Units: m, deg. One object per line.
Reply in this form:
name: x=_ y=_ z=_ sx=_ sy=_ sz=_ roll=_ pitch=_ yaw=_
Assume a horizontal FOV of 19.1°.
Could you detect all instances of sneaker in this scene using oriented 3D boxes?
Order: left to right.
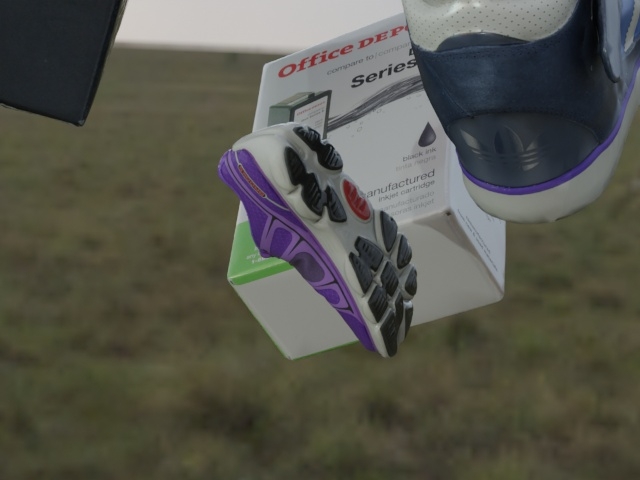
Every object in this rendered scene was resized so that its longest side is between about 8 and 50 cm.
sneaker: x=0.000 y=0.000 z=1.141 sx=0.071 sy=0.170 sz=0.068 roll=-14 pitch=31 yaw=37
sneaker: x=0.128 y=-0.192 z=1.097 sx=0.130 sy=0.236 sz=0.323 roll=0 pitch=42 yaw=21

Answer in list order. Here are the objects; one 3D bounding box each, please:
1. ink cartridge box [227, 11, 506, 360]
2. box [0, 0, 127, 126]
ink cartridge box: x=0.046 y=-0.056 z=1.582 sx=0.198 sy=0.115 sz=0.273 roll=-18 pitch=40 yaw=22
box: x=-0.233 y=-0.440 z=1.531 sx=0.297 sy=0.480 sz=0.472 roll=17 pitch=39 yaw=-5
